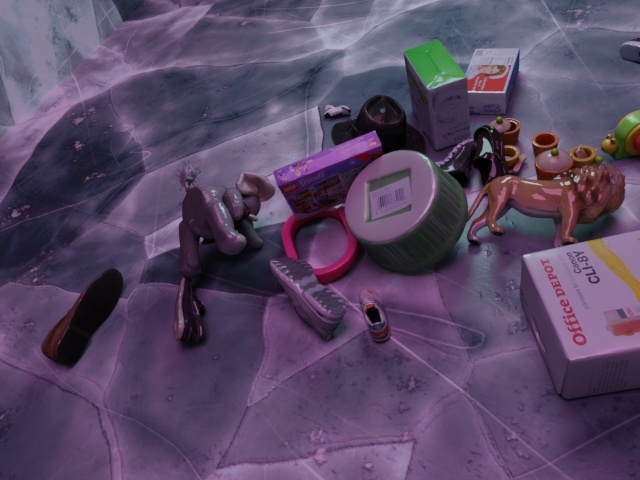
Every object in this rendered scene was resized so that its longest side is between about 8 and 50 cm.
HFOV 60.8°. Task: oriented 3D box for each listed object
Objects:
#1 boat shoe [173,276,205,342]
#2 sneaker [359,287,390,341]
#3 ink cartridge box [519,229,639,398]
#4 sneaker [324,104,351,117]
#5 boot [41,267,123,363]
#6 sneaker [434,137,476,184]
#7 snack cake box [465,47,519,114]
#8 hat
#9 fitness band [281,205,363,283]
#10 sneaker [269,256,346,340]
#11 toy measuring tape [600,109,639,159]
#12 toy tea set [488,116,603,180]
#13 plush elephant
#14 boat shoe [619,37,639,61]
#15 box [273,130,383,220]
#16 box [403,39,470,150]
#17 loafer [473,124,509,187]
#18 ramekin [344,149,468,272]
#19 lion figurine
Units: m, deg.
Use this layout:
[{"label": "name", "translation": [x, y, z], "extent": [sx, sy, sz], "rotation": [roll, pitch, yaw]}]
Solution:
[{"label": "boat shoe", "translation": [-0.357, 0.188, 1.488], "extent": [0.079, 0.084, 0.233], "rotation": [10, 32, -21]}, {"label": "sneaker", "translation": [0.128, 0.163, 1.320], "extent": [0.057, 0.075, 0.161], "rotation": [-17, 45, 3]}, {"label": "ink cartridge box", "translation": [0.637, 0.135, 1.103], "extent": [0.384, 0.160, 0.279], "rotation": [-13, 45, 8]}, {"label": "sneaker", "translation": [0.061, -0.464, 1.981], "extent": [0.109, 0.040, 0.044], "rotation": [8, 67, 30]}, {"label": "boot", "translation": [-0.686, 0.203, 1.563], "extent": [0.115, 0.112, 0.305], "rotation": [0, 49, 34]}, {"label": "sneaker", "translation": [0.405, -0.211, 1.586], "extent": [0.234, 0.078, 0.106], "rotation": [-35, 59, -22]}, {"label": "snack cake box", "translation": [0.567, -0.535, 1.824], "extent": [0.152, 0.089, 0.264], "rotation": [9, 52, 25]}, {"label": "hat", "translation": [0.184, -0.373, 1.707], "extent": [0.331, 0.134, 0.331], "rotation": [1, 38, -1]}, {"label": "fitness band", "translation": [0.000, 0.000, 1.540], "extent": [0.209, 0.054, 0.291], "rotation": [-21, 43, 0]}, {"label": "sneaker", "translation": [-0.052, 0.141, 1.379], "extent": [0.105, 0.115, 0.281], "rotation": [-6, 35, -35]}, {"label": "toy measuring tape", "translation": [0.918, -0.311, 1.464], "extent": [0.330, 0.121, 0.121], "rotation": [-18, 44, 3]}, {"label": "toy tea set", "translation": [0.599, -0.265, 1.527], "extent": [0.200, 0.124, 0.336], "rotation": [-40, 48, -19]}, {"label": "plush elephant", "translation": [-0.267, -0.067, 1.582], "extent": [0.272, 0.255, 0.330], "rotation": [-34, 65, 37]}, {"label": "boat shoe", "translation": [1.065, -0.592, 1.714], "extent": [0.076, 0.080, 0.228], "rotation": [-36, 39, -13]}, {"label": "box", "translation": [0.038, -0.172, 1.505], "extent": [0.293, 0.201, 0.057], "rotation": [-21, 62, 3]}, {"label": "box", "translation": [0.365, -0.457, 1.720], "extent": [0.126, 0.231, 0.262], "rotation": [-18, 44, 3]}, {"label": "loafer", "translation": [0.469, -0.235, 1.529], "extent": [0.078, 0.080, 0.220], "rotation": [5, 59, -22]}, {"label": "ramekin", "translation": [0.208, -0.084, 1.401], "extent": [0.303, 0.148, 0.303], "rotation": [-19, 56, 29]}, {"label": "lion figurine", "translation": [0.535, -0.099, 1.355], "extent": [0.392, 0.142, 0.240], "rotation": [11, 72, 19]}]
